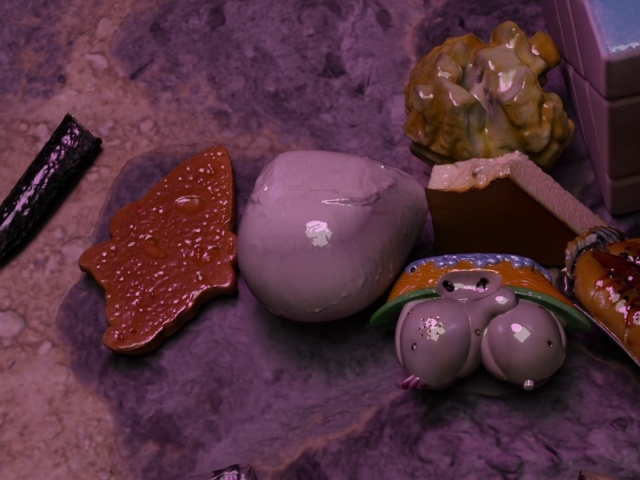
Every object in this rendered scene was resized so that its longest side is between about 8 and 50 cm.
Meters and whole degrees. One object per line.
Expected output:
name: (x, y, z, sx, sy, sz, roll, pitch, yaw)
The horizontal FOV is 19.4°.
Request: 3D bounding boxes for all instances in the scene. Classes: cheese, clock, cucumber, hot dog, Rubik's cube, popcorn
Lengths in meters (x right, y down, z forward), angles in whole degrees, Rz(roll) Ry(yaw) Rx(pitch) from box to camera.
cheese: (0.000, 0.000, 1.989, 0.198, 0.154, 0.189, 6, 37, 27)
clock: (0.165, 0.091, 1.939, 0.231, 0.103, 0.144, -3, 61, 11)
cucumber: (-0.331, -0.053, 2.148, 0.058, 0.052, 0.215, 15, 62, 41)
hot dog: (0.361, 0.082, 1.893, 0.162, 0.082, 0.270, -15, 50, -46)
Rubik's cube: (0.411, -0.261, 1.978, 0.316, 0.319, 0.322, -13, 59, 2)
popcorn: (0.185, -0.145, 2.039, 0.187, 0.167, 0.185, 3, 55, 8)

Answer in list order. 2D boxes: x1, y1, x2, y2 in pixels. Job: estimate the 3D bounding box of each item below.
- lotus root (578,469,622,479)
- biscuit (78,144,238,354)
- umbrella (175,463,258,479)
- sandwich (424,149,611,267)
lotus root: (0.301, 0.297, 1.803, 0.135, 0.095, 0.159, 13, 22, 12)
biscuit: (-0.168, 0.010, 2.086, 0.183, 0.043, 0.280, 15, 59, 15)
umbrella: (-0.221, 0.296, 1.904, 0.337, 0.073, 0.067, -14, 39, 3)
sandwich: (0.211, -0.036, 1.971, 0.193, 0.162, 0.058, 4, 57, 11)
